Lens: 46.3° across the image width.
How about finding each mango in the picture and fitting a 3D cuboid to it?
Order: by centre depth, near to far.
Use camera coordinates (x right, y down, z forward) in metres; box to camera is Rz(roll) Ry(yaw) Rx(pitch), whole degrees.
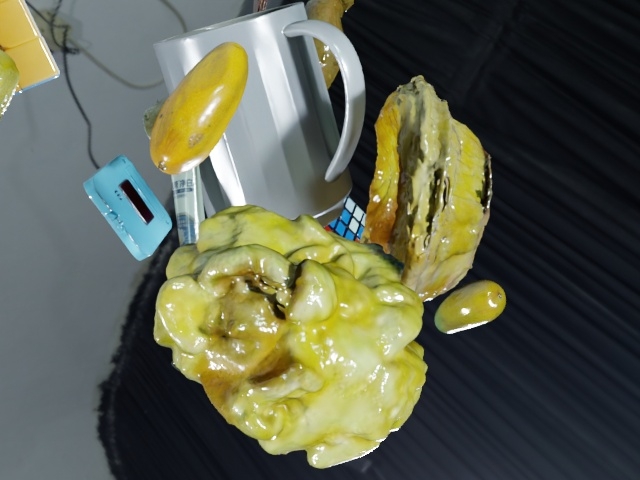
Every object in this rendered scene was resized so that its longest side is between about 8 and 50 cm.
[{"bbox_3d":[-0.134,-0.154,0.859,0.075,0.098,0.190,39,66,-22],"label":"mango"},{"bbox_3d":[0.310,0.144,1.576,0.130,0.092,0.195,-19,164,-39],"label":"mango"}]

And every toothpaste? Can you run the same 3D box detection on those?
[{"bbox_3d":[-0.189,-0.037,1.089,0.039,0.062,0.239,-6,89,-51],"label":"toothpaste"}]

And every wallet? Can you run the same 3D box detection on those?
[{"bbox_3d":[-0.110,-0.515,1.468,0.026,0.176,0.095,10,151,-14],"label":"wallet"}]

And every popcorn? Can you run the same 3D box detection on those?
[{"bbox_3d":[-0.031,0.091,0.745,0.215,0.286,0.252,-61,171,26],"label":"popcorn"}]

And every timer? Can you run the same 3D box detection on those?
[{"bbox_3d":[-0.486,-0.074,1.848,0.091,0.232,0.250,-29,-164,11],"label":"timer"}]

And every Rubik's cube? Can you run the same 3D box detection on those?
[{"bbox_3d":[-0.817,-0.466,1.767,0.292,0.290,0.291,-27,110,-14],"label":"Rubik's cube"},{"bbox_3d":[0.000,0.000,1.775,0.182,0.187,0.184,45,55,-37],"label":"Rubik's cube"}]

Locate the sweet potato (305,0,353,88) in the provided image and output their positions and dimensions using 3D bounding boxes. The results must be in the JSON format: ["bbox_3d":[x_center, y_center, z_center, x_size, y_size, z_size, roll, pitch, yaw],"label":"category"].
[{"bbox_3d":[-0.024,-0.311,1.302,0.310,0.124,0.098,-55,142,0],"label":"sweet potato"}]

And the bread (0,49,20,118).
[{"bbox_3d":[-0.725,-0.285,1.502,0.270,0.148,0.270,-55,-168,18],"label":"bread"}]

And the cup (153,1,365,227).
[{"bbox_3d":[-0.062,-0.177,1.136,0.237,0.323,0.327,-36,117,-47],"label":"cup"}]

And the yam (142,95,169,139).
[{"bbox_3d":[-0.224,-0.311,1.645,0.330,0.133,0.133,-30,150,6],"label":"yam"}]

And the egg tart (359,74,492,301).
[{"bbox_3d":[0.141,-0.045,1.028,0.150,0.352,0.352,7,133,-3],"label":"egg tart"}]
